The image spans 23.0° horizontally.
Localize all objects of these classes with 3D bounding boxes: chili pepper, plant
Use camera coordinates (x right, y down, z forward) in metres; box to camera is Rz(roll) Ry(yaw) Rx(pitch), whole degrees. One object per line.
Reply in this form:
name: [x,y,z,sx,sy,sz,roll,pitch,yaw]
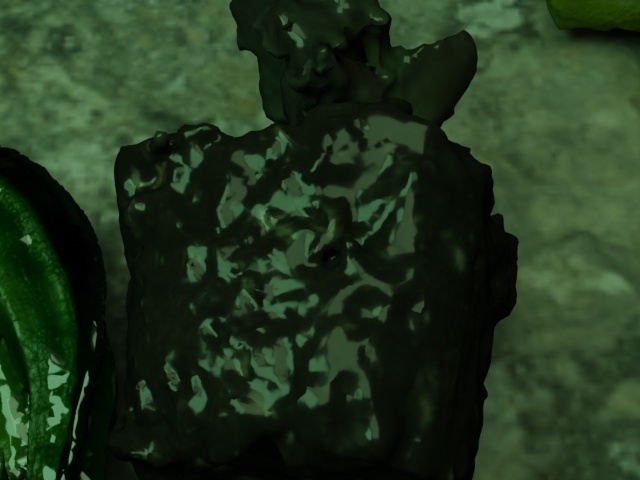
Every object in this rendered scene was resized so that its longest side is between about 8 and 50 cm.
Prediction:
chili pepper: [-0.136,0.026,0.587,0.122,0.065,0.279,-40,56,-2]
plant: [0.000,0.000,0.558,0.131,0.142,0.203,1,58,20]

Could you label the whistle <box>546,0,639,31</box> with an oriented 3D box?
whistle: [0.199,-0.114,0.687,0.198,0.057,0.104,2,54,0]
